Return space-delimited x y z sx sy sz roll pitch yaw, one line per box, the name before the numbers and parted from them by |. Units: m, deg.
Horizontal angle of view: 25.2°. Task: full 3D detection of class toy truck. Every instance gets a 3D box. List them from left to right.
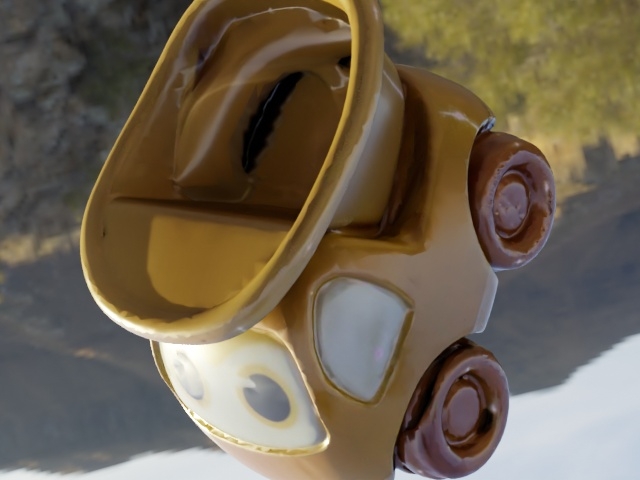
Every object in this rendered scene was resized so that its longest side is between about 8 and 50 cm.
toy truck | 0.000 0.000 0.848 0.204 0.288 0.212 9 168 45
